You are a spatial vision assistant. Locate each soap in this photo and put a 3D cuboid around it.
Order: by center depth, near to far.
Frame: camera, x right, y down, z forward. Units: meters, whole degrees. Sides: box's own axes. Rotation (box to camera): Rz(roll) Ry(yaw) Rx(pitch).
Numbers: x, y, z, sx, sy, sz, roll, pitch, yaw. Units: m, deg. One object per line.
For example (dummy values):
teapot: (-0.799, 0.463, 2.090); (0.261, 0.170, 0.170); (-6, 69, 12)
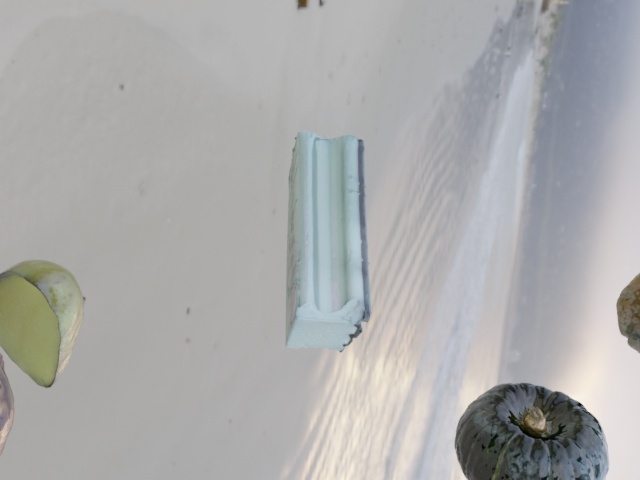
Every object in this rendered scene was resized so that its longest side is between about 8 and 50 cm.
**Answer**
soap: (0.000, 0.000, 0.965); (0.150, 0.094, 0.261); (119, -27, -62)

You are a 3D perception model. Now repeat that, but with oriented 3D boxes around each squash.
squash: (0.356, 0.353, 1.265); (0.252, 0.252, 0.165); (-58, 161, -58)

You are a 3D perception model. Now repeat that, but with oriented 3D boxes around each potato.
potato: (-0.463, 0.120, 1.261); (0.111, 0.160, 0.271); (-44, 166, -43)

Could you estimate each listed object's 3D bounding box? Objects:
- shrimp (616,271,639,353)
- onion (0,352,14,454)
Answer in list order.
shrimp: (0.815, 0.168, 1.460); (0.110, 0.446, 0.221); (7, 95, -62)
onion: (-0.340, 0.135, 0.625); (0.227, 0.120, 0.283); (67, 21, -14)
